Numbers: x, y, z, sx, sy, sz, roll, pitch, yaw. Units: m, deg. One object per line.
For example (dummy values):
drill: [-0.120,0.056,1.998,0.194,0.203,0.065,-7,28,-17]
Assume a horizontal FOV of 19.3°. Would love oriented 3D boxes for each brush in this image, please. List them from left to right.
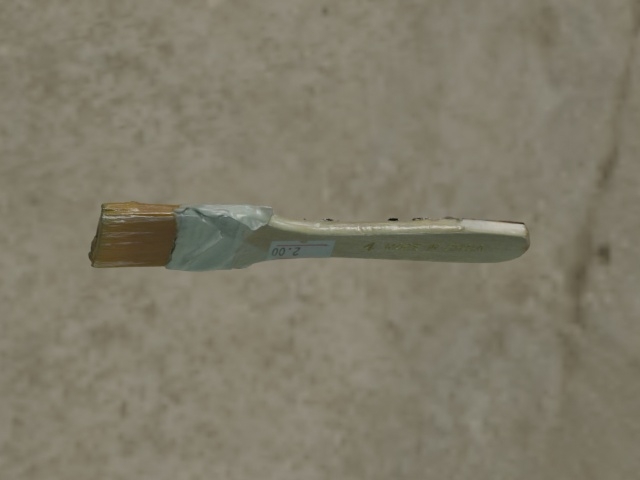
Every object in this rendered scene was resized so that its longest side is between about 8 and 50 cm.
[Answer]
brush: [0.000,0.000,1.389,0.336,0.085,0.020,0,56,-17]
